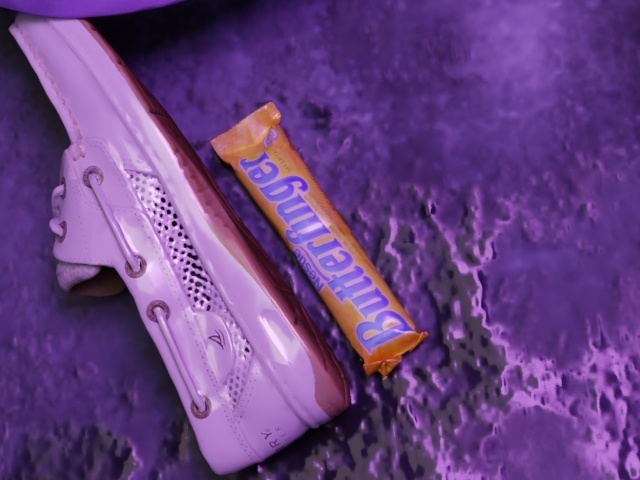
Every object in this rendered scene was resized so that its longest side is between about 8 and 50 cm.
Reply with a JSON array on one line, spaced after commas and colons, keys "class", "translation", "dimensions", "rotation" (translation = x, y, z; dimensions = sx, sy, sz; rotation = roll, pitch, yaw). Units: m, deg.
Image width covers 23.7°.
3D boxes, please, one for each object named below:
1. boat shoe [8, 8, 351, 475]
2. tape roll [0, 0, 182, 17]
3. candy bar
[{"class": "boat shoe", "translation": [-0.096, -0.007, 0.773], "dimensions": [0.096, 0.098, 0.277], "rotation": [-35, 73, 3]}, {"class": "tape roll", "translation": [-0.106, -0.248, 0.791], "dimensions": [0.274, 0.090, 0.275], "rotation": [-6, 55, 8]}, {"class": "candy bar", "translation": [0.000, 0.000, 0.790], "dimensions": [0.040, 0.018, 0.161], "rotation": [-35, 71, 4]}]
